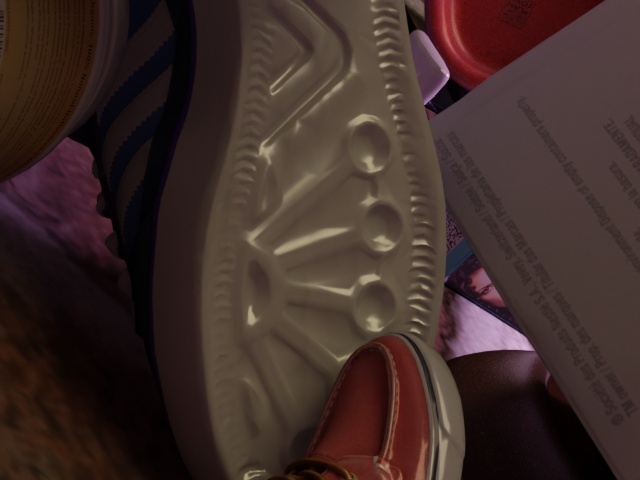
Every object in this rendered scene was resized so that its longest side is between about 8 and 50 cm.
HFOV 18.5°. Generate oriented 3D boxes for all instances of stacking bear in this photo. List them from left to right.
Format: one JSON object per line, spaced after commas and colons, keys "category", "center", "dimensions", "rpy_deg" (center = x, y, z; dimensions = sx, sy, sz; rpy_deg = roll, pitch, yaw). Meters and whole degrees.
{"category": "stacking bear", "center": [0.203, -0.163, 1.701], "dimensions": [0.175, 0.164, 0.289], "rpy_deg": [29, 0, 23]}

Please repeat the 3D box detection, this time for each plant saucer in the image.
{"category": "plant saucer", "center": [0.191, 0.170, 1.112], "dimensions": [0.310, 0.050, 0.310], "rpy_deg": [41, 19, -17]}

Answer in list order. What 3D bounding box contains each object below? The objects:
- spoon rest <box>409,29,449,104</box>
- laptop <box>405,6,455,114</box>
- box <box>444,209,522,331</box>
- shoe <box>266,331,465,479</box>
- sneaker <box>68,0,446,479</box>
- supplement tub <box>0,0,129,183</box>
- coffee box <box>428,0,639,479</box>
{"category": "spoon rest", "center": [-0.055, -0.126, 1.199], "dimensions": [0.276, 0.084, 0.137], "rpy_deg": [18, 29, -30]}
{"category": "laptop", "center": [0.024, -0.253, 1.522], "dimensions": [0.264, 0.136, 0.234], "rpy_deg": [30, 24, -30]}
{"category": "box", "center": [0.183, 0.026, 1.323], "dimensions": [0.244, 0.100, 0.060], "rpy_deg": [31, 23, -36]}
{"category": "shoe", "center": [0.000, 0.102, 0.724], "dimensions": [0.081, 0.063, 0.178], "rpy_deg": [30, 54, -32]}
{"category": "sneaker", "center": [-0.063, -0.040, 0.886], "dimensions": [0.130, 0.236, 0.322], "rpy_deg": [-1, 89, -33]}
{"category": "supplement tub", "center": [-0.164, -0.083, 0.716], "dimensions": [0.144, 0.144, 0.200], "rpy_deg": [48, 18, 8]}
{"category": "coffee box", "center": [0.307, 0.048, 0.907], "dimensions": [0.334, 0.338, 0.337], "rpy_deg": [47, 11, -46]}
